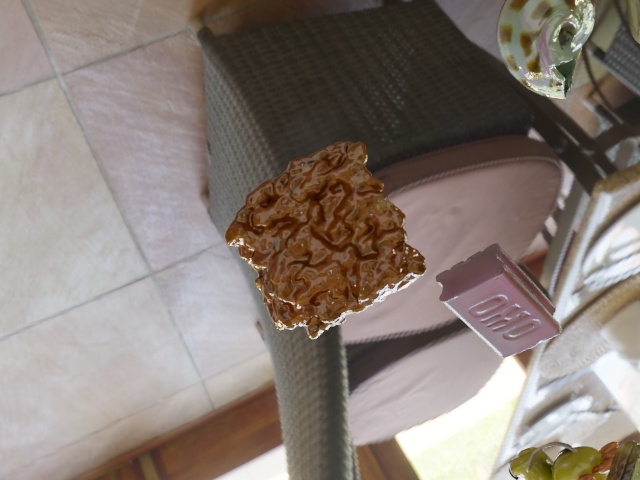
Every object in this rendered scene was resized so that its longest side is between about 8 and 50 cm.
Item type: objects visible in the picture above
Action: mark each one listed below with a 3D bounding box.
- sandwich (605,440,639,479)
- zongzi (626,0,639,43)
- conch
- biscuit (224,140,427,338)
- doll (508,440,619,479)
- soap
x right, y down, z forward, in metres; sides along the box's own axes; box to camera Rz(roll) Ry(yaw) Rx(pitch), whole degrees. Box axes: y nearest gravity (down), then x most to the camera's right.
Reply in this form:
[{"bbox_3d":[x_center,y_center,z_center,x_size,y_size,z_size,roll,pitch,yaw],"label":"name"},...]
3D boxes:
[{"bbox_3d":[0.446,0.341,1.019,0.093,0.036,0.105,27,79,-35],"label":"sandwich"},{"bbox_3d":[0.650,-0.482,1.169,0.300,0.145,0.274,-14,112,14],"label":"zongzi"},{"bbox_3d":[0.496,-0.460,1.571,0.368,0.197,0.249,-43,128,-45],"label":"conch"},{"bbox_3d":[0.000,0.000,1.318,0.318,0.312,0.110,-30,162,7],"label":"biscuit"},{"bbox_3d":[0.500,0.457,1.431,0.143,0.135,0.221,-23,170,-42],"label":"doll"},{"bbox_3d":[0.293,0.103,1.166,0.122,0.065,0.203,-32,127,26],"label":"soap"}]
